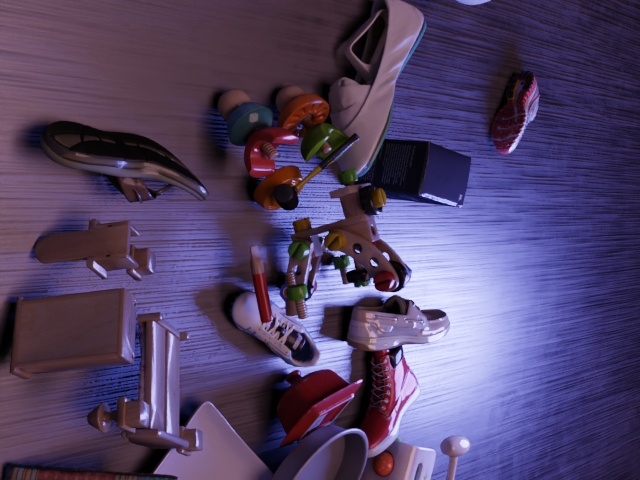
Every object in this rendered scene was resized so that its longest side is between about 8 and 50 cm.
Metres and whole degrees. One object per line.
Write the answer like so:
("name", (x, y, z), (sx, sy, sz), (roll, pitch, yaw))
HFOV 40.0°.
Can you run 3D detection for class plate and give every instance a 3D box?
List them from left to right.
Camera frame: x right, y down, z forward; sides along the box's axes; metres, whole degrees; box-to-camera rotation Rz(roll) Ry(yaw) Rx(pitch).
("plate", (-0.228, 0.469, 1.588), (0.278, 0.045, 0.277), (-54, 132, -26))

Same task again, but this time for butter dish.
("butter dish", (-0.024, 0.308, 1.736), (0.160, 0.118, 0.160), (-21, 154, -44))

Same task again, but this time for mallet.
("mallet", (-0.008, -0.127, 1.567), (0.190, 0.039, 0.062), (-43, 164, 6))

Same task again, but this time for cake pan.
("cake pan", (-0.015, 0.493, 1.762), (0.293, 0.054, 0.293), (-34, 140, -35))

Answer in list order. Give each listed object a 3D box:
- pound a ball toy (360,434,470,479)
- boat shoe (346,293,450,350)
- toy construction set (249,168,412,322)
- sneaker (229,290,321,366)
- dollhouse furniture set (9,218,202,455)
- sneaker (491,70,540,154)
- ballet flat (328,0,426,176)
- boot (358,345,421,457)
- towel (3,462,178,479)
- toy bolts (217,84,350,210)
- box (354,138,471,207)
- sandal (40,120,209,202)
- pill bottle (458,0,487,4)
("pound a ball toy", (0.178, 0.557, 1.927), (0.136, 0.208, 0.319), (22, 81, -48))
("boat shoe", (0.180, 0.172, 1.935), (0.302, 0.109, 0.098), (-4, 102, -41))
("toy construction set", (0.000, 0.000, 1.627), (0.309, 0.258, 0.237), (-16, 98, -40))
("sneaker", (-0.081, 0.167, 1.663), (0.237, 0.086, 0.085), (43, 68, -42))
("dollhouse furniture set", (-0.325, 0.174, 1.414), (0.355, 0.174, 0.303), (62, 24, -65))
("sneaker", (0.502, -0.311, 2.204), (0.093, 0.088, 0.225), (42, 67, -45))
("ballet flat", (0.088, -0.316, 1.742), (0.139, 0.139, 0.400), (41, 63, -44))
("boot", (0.124, 0.337, 1.921), (0.244, 0.088, 0.176), (-51, 130, -39))
("towel", (-0.373, 0.537, 1.354), (0.272, 0.040, 0.369), (8, 92, -16))
("toy bolts", (-0.098, -0.183, 1.579), (0.218, 0.158, 0.229), (-46, 156, 23))
("box", (0.176, -0.140, 1.792), (0.153, 0.207, 0.108), (12, 88, -48))
("sandal", (-0.306, -0.110, 1.365), (0.303, 0.120, 0.086), (12, 116, -46))
("pill bottle", (0.232, -0.646, 1.746), (0.392, 0.224, 0.224), (25, 79, -46))
